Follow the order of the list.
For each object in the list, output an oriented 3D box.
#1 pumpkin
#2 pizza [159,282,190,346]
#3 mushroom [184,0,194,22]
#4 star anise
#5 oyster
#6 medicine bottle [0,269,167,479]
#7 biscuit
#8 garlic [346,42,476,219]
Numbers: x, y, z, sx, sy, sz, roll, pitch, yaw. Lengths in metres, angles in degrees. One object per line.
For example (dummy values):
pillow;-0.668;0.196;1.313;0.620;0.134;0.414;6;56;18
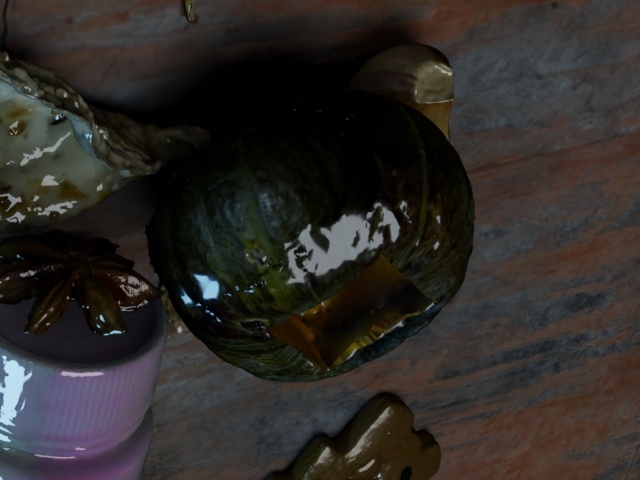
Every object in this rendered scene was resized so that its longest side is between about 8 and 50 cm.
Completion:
pumpkin;0.000;0.000;1.671;0.320;0.192;0.320;-19;147;-13
pizza;-0.108;0.039;1.834;0.195;0.052;0.185;-49;136;12
mushroom;-0.111;-0.308;1.533;0.026;0.028;0.286;-61;165;-49
star anise;-0.225;0.035;1.596;0.168;0.168;0.057;-6;120;-32
oyster;-0.288;-0.089;1.560;0.204;0.111;0.396;-36;145;25
medicine bottle;-0.282;0.211;1.732;0.219;0.219;0.388;-7;131;-32
biscuit;0.017;0.326;2.197;0.301;0.043;0.278;-25;138;-16
garlic;0.088;-0.122;1.786;0.128;0.115;0.207;0;142;15
